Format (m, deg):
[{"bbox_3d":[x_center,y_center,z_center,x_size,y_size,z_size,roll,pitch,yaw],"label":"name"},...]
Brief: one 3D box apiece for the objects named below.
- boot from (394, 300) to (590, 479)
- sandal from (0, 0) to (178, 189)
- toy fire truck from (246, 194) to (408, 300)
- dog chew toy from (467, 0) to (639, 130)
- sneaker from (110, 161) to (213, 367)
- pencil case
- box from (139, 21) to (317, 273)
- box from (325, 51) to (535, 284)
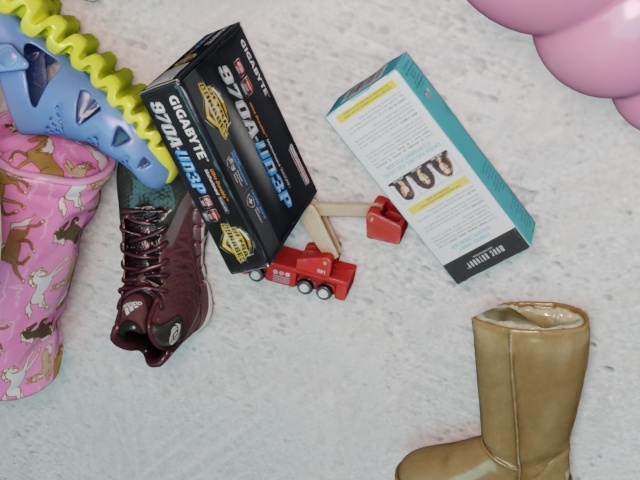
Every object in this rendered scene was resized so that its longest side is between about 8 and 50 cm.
[{"bbox_3d":[0.202,0.200,1.207,0.236,0.089,0.269,-2,120,7],"label":"boot"},{"bbox_3d":[-0.289,-0.166,1.103,0.317,0.126,0.138,44,97,-1],"label":"sandal"},{"bbox_3d":[0.000,0.000,1.170,0.192,0.047,0.135,15,123,10],"label":"toy fire truck"},{"bbox_3d":[0.258,-0.222,0.869,0.207,0.206,0.332,-33,114,31],"label":"dog chew toy"},{"bbox_3d":[-0.202,0.031,1.185,0.107,0.162,0.281,0,120,18],"label":"sneaker"},{"bbox_3d":[-0.369,0.022,1.233,0.160,0.167,0.386,13,125,-15],"label":"pencil case"},{"bbox_3d":[-0.091,-0.100,1.062,0.051,0.175,0.220,-14,114,26],"label":"box"},{"bbox_3d":[0.123,-0.075,1.076,0.101,0.060,0.244,-30,107,31],"label":"box"}]
